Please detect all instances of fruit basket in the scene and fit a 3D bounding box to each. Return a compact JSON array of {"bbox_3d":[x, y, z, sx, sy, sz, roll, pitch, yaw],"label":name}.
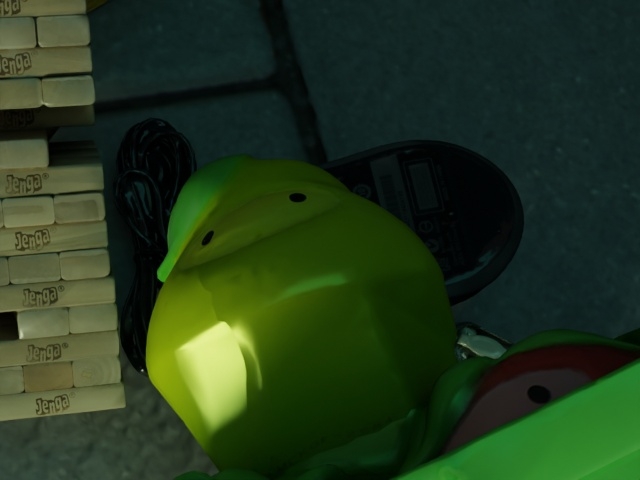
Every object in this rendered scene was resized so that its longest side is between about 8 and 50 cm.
[{"bbox_3d":[0.017,0.099,0.598,0.392,0.283,0.391,-1,83,4],"label":"fruit basket"}]

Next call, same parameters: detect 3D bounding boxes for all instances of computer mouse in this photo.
[{"bbox_3d":[0.000,0.000,0.809,0.272,0.072,0.188,-6,66,-4],"label":"computer mouse"}]

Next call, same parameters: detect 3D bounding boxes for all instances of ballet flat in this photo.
[{"bbox_3d":[0.132,0.089,0.813,0.114,0.041,0.041,26,68,-1],"label":"ballet flat"}]

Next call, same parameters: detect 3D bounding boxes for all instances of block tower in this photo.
[{"bbox_3d":[-0.178,-0.067,0.700,0.097,0.091,0.335,-5,106,-13],"label":"block tower"}]

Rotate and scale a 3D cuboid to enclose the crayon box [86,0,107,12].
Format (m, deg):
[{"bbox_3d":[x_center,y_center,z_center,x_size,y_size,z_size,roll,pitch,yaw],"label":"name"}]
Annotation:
[{"bbox_3d":[-0.092,-0.290,0.840,0.278,0.165,0.081,-37,80,-21],"label":"crayon box"}]
